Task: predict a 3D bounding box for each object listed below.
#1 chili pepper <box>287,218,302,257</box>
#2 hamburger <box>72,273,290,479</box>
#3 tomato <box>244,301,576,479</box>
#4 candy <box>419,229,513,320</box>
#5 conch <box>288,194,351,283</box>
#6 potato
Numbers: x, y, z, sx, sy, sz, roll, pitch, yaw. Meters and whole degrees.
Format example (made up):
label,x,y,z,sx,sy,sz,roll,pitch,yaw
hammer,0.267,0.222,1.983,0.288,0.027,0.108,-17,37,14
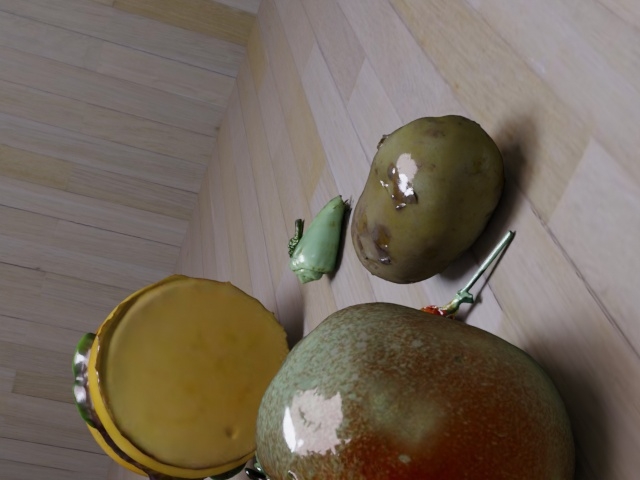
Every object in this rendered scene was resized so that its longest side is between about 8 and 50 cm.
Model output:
label,x,y,z,sx,sy,sz,roll,pitch,yaw
chili pepper,-0.050,-0.004,2.013,0.027,0.022,0.083,9,83,41
hamburger,-0.248,0.267,1.865,0.277,0.396,0.395,143,139,-65
tomato,0.096,0.188,0.953,0.239,0.303,0.303,-61,15,-5
candy,0.169,0.061,1.180,0.201,0.060,0.060,-56,24,32
conch,0.000,0.000,1.756,0.170,0.079,0.106,-63,20,-12
potato,0.126,-0.041,1.221,0.262,0.165,0.165,112,163,-48
